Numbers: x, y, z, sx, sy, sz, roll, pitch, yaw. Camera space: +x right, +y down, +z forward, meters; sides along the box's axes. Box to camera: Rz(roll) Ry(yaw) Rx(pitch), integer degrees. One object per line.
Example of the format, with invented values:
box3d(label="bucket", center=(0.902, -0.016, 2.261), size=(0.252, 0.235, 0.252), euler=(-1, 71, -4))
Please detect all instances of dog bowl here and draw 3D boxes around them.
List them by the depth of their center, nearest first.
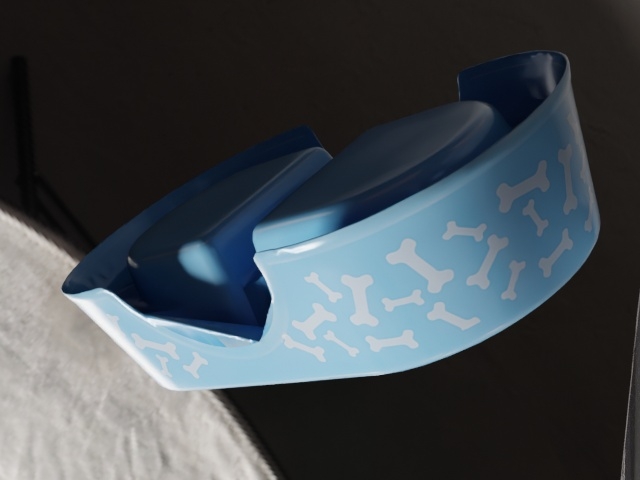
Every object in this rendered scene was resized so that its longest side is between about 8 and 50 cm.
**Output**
box3d(label="dog bowl", center=(0.000, 0.000, 0.513), size=(0.297, 0.166, 0.074), euler=(-12, 114, 46))

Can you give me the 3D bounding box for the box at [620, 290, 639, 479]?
box3d(label="box", center=(0.137, 0.194, 0.324), size=(0.097, 0.395, 0.318), euler=(6, 111, 13))
